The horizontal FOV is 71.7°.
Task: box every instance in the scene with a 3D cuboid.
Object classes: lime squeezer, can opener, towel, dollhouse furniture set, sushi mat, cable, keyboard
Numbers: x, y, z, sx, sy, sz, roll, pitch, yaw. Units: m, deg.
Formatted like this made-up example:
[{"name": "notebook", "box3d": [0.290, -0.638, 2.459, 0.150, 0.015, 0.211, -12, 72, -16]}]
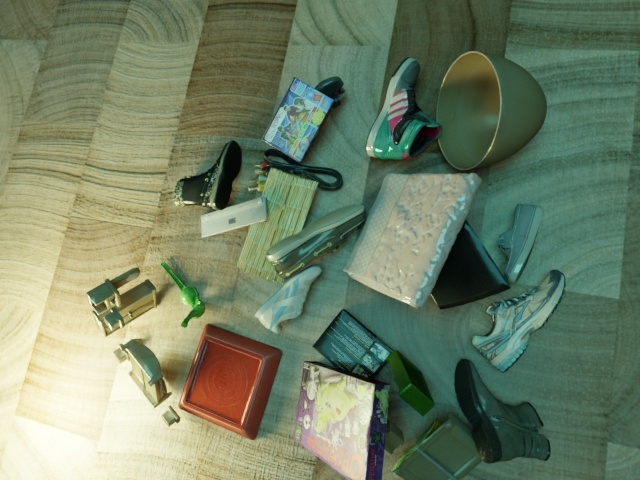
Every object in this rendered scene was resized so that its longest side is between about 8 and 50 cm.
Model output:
[{"name": "lime squeezer", "box3d": [-0.403, 0.174, 1.310, 0.059, 0.110, 0.310, -58, 40, 15]}, {"name": "can opener", "box3d": [-0.046, -0.386, 1.335, 0.280, 0.093, 0.074, -36, 36, 9]}, {"name": "towel", "box3d": [0.213, -0.023, 1.115, 0.317, 0.053, 0.331, 18, 81, 59]}, {"name": "dollhouse furniture set", "box3d": [-0.454, 0.290, 1.234, 0.355, 0.303, 0.174, 43, 54, 17]}, {"name": "sushi mat", "box3d": [-0.126, -0.044, 1.288, 0.151, 0.019, 0.316, 20, 93, 7]}, {"name": "cable", "box3d": [-0.074, -0.204, 1.338, 0.287, 0.072, 0.139, 5, 62, 3]}, {"name": "dollhouse furniture set", "box3d": [0.235, 0.462, 1.099, 0.301, 0.151, 0.197, 43, 98, -11]}, {"name": "keyboard", "box3d": [-0.264, -0.068, 1.329, 0.256, 0.014, 0.072, -13, 81, 29]}]

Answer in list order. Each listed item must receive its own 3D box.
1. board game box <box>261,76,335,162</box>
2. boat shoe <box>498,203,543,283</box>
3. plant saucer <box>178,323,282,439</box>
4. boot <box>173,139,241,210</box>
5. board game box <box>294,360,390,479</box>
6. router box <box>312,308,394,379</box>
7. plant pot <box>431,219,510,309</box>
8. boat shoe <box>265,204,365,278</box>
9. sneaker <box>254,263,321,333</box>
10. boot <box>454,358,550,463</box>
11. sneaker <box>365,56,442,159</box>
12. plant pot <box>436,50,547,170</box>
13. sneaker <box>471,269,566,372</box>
[{"name": "board game box", "box3d": [-0.064, -0.346, 1.281, 0.136, 0.035, 0.201, 32, 102, 5]}, {"name": "boat shoe", "box3d": [0.491, 0.003, 1.115, 0.081, 0.079, 0.227, 18, 66, 26]}, {"name": "plant saucer", "box3d": [-0.266, 0.395, 1.253, 0.259, 0.048, 0.258, 15, 83, 16]}, {"name": "boot", "box3d": [-0.353, -0.204, 1.378, 0.179, 0.085, 0.236, 2, 67, 25]}, {"name": "board game box", "box3d": [0.038, 0.412, 1.045, 0.056, 0.347, 0.208, 8, 80, -26]}, {"name": "router box", "box3d": [0.087, 0.290, 1.184, 0.179, 0.046, 0.133, 39, 90, 18]}, {"name": "plant pot", "box3d": [0.344, 0.076, 1.099, 0.167, 0.188, 0.187, -33, 73, 16]}, {"name": "boat shoe", "box3d": [-0.001, -0.001, 1.240, 0.305, 0.109, 0.091, -29, 108, -7]}, {"name": "sneaker", "box3d": [-0.074, 0.158, 1.240, 0.229, 0.087, 0.092, -44, 88, 3]}, {"name": "boot", "box3d": [0.428, 0.402, 1.059, 0.161, 0.083, 0.246, 0, 51, -13]}, {"name": "sneaker", "box3d": [0.258, -0.351, 1.224, 0.178, 0.124, 0.295, 23, 93, 26]}, {"name": "plant pot", "box3d": [0.448, -0.324, 1.125, 0.191, 0.284, 0.284, -4, 76, -14]}, {"name": "sneaker", "box3d": [0.479, 0.175, 1.077, 0.122, 0.110, 0.283, 36, 89, 21]}]
